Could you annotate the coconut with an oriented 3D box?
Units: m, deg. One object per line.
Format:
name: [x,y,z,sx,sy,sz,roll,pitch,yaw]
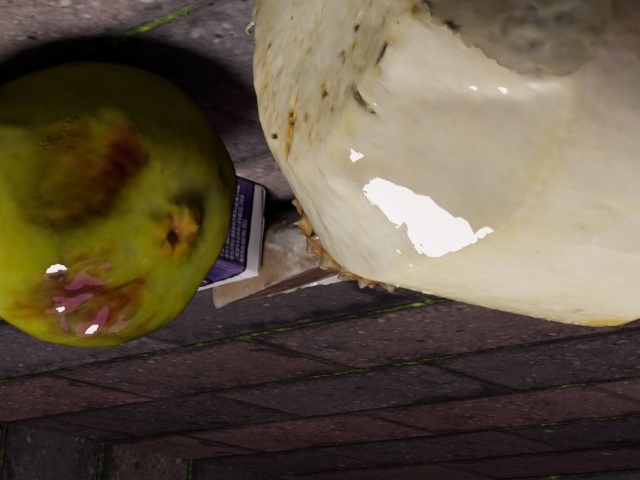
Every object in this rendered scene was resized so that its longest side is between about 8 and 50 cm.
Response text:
coconut: [0.128,-0.098,0.821,0.323,0.323,0.323,3,163,1]

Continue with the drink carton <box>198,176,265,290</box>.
drink carton: [-0.181,-0.024,1.456,0.222,0.101,0.134,18,159,-40]

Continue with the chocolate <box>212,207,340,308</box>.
chocolate: [0.001,-0.002,1.516,0.157,0.080,0.254,-9,172,-39]

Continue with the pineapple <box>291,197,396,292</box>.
pineapple: [0.053,-0.034,1.299,0.166,0.166,0.193,9,-179,-16]

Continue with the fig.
fig: [-0.209,-0.040,1.226,0.271,0.239,0.239,23,176,34]
